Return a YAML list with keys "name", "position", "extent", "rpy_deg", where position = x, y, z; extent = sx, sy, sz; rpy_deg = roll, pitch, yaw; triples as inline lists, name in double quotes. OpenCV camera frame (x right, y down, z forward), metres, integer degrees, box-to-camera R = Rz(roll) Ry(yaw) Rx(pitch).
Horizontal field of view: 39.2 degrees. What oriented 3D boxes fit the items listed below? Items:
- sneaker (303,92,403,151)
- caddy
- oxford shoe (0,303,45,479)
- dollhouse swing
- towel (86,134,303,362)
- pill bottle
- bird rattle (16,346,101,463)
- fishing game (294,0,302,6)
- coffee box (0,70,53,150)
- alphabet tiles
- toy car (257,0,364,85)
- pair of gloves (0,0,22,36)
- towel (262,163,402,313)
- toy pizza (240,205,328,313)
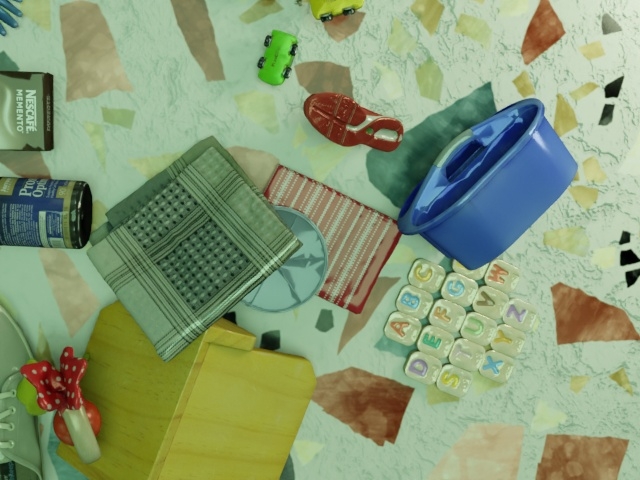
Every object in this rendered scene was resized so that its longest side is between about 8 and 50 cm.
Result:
- name: "sneaker"
  position: [0.033, -0.217, 1.621]
  extent: [0.221, 0.128, 0.087]
  rpy_deg: [19, 96, -39]
- name: "caddy"
  position: [0.289, -0.111, 1.623]
  extent: [0.341, 0.241, 0.179]
  rpy_deg: [-45, 104, -1]
- name: "oxford shoe"
  position: [-0.583, 0.312, 1.606]
  extent: [0.169, 0.130, 0.449]
  rpy_deg: [-10, 98, -10]
- name: "dollhouse swing"
  position: [-0.240, 0.297, 1.689]
  extent: [0.315, 0.305, 0.347]
  rpy_deg: [23, 94, 32]
- name: "towel"
  position: [-0.234, -0.001, 1.566]
  extent: [0.312, 0.056, 0.324]
  rpy_deg: [-41, 58, -2]
- name: "pill bottle"
  position: [-0.520, -0.049, 1.577]
  extent: [0.219, 0.123, 0.123]
  rpy_deg: [3, 96, -4]
- name: "bird rattle"
  position: [-0.412, 0.274, 1.514]
  extent: [0.143, 0.253, 0.207]
  rpy_deg: [-25, 97, -26]
- name: "fishing game"
  position: [0.057, -0.534, 1.644]
  extent: [0.264, 0.041, 0.189]
  rpy_deg: [-21, 99, -2]
- name: "coffee box"
  position: [-0.596, -0.227, 1.562]
  extent: [0.246, 0.098, 0.141]
  rpy_deg: [0, 97, -7]
- name: "alphabet tiles"
  position: [0.278, 0.160, 1.762]
  extent: [0.278, 0.021, 0.284]
  rpy_deg: [24, 93, -9]
- name: "toy car"
  position: [-0.058, -0.392, 1.631]
  extent: [0.239, 0.053, 0.225]
  rpy_deg: [20, 101, 4]
- name: "pair of gloves"
  position: [-0.558, -0.467, 1.579]
  extent: [0.198, 0.023, 0.159]
  rpy_deg: [-45, 100, 0]
- name: "towel"
  position: [0.000, 0.000, 1.702]
  extent: [0.274, 0.031, 0.199]
  rpy_deg: [26, 94, -8]
- name: "toy pizza"
  position: [-0.086, 0.035, 1.669]
  extent: [0.201, 0.032, 0.201]
  rpy_deg: [-1, 97, -5]
